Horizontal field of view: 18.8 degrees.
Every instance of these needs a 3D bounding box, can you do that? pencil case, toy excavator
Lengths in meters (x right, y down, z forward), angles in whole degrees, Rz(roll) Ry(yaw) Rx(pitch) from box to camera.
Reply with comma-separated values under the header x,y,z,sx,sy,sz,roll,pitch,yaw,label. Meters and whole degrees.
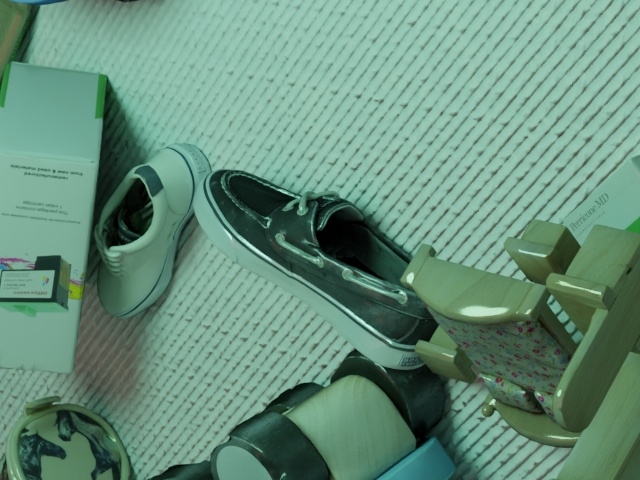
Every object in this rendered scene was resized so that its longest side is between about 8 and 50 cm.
x,y,z,sx,sy,sz,roll,pitch,yaw,label
-0.373,0.342,2.362,0.183,0.160,0.410,51,138,8,pencil case
0.021,0.376,1.902,0.445,0.222,0.433,58,141,3,toy excavator

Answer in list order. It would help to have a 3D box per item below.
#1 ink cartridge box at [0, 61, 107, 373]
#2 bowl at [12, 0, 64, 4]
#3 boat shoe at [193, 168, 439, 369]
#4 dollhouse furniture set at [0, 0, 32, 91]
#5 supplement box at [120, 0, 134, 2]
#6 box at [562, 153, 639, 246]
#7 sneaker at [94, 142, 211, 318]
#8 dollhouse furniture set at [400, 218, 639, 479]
x,y,z,sx,sy,sz,roll,pitch,yaw,label
-0.307,-0.023,2.108,0.201,0.117,0.278,-96,14,-57,ink cartridge box
-0.265,-0.433,1.953,0.391,0.077,0.391,5,96,50,bowl
0.000,0.000,1.839,0.301,0.108,0.102,39,131,30,boat shoe
-0.440,-0.217,2.301,0.197,0.151,0.301,32,111,12,dollhouse furniture set
-0.192,-0.292,1.988,0.043,0.055,0.083,20,120,44,supplement box
0.270,-0.016,1.521,0.087,0.102,0.101,61,141,16,box
-0.206,-0.006,2.085,0.094,0.091,0.258,50,136,24,sneaker
0.133,0.113,1.552,0.355,0.174,0.303,14,154,43,dollhouse furniture set
